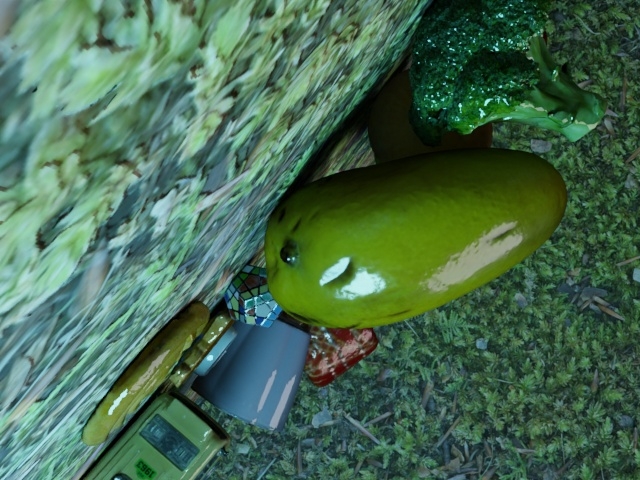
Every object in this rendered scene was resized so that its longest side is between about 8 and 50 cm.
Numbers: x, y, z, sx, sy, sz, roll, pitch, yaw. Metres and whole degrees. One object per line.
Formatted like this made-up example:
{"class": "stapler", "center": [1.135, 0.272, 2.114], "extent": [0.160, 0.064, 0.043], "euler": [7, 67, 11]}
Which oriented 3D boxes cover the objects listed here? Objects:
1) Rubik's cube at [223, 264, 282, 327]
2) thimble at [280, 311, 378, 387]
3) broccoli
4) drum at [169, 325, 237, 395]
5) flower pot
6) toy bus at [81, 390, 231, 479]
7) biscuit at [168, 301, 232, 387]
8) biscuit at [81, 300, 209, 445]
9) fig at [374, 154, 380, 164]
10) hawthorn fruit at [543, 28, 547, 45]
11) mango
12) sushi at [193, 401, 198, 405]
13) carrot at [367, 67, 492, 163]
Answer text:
{"class": "Rubik's cube", "center": [-0.099, 0.089, 1.118], "extent": [0.111, 0.111, 0.093], "euler": [93, 8, -86]}
{"class": "thimble", "center": [-0.007, 0.222, 1.945], "extent": [0.231, 0.350, 0.350], "euler": [-34, 175, -7]}
{"class": "broccoli", "center": [0.249, -0.229, 0.915], "extent": [0.269, 0.269, 0.254], "euler": [-51, -170, -6]}
{"class": "drum", "center": [-0.253, 0.262, 1.360], "extent": [0.253, 0.049, 0.130], "euler": [-52, 178, 9]}
{"class": "flower pot", "center": [-0.153, 0.290, 1.674], "extent": [0.265, 0.265, 0.243], "euler": [40, 76, -88]}
{"class": "toy bus", "center": [-0.326, 0.444, 1.232], "extent": [0.365, 0.177, 0.202], "euler": [-49, 171, -22]}
{"class": "biscuit", "center": [-0.180, 0.154, 1.211], "extent": [0.183, 0.043, 0.280], "euler": [-49, -175, 38]}
{"class": "biscuit", "center": [-0.202, 0.152, 0.855], "extent": [0.224, 0.033, 0.144], "euler": [-51, 178, -37]}
{"class": "fig", "center": [0.207, -0.237, 1.371], "extent": [0.206, 0.206, 0.274], "euler": [-49, 143, -48]}
{"class": "hawthorn fruit", "center": [0.346, -0.351, 1.325], "extent": [0.190, 0.251, 0.189], "euler": [-15, 174, -2]}
{"class": "mango", "center": [0.140, -0.010, 0.972], "extent": [0.446, 0.220, 0.301], "euler": [-13, 174, -12]}
{"class": "sushi", "center": [-0.357, 0.494, 1.449], "extent": [0.350, 0.171, 0.211], "euler": [-50, 174, -33]}
{"class": "carrot", "center": [0.176, -0.188, 1.177], "extent": [0.196, 0.196, 0.254], "euler": [-52, -177, 9]}
